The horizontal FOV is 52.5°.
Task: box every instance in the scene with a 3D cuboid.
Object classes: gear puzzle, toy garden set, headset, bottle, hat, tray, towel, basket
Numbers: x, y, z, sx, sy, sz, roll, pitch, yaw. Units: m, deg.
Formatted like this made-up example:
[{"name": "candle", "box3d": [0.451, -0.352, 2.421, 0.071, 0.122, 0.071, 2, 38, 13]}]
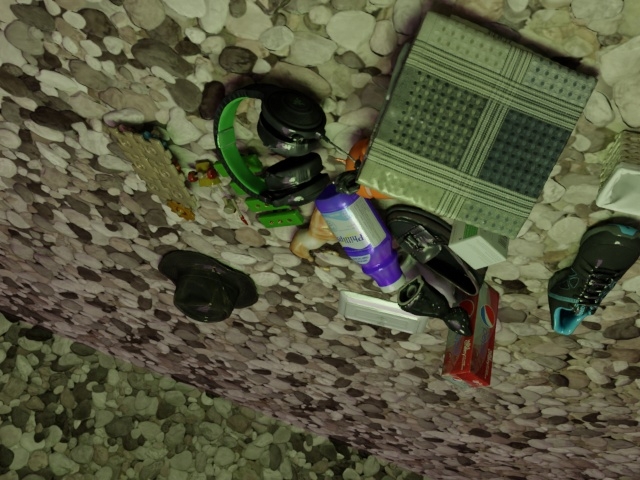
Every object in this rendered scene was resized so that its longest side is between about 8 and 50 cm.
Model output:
[{"name": "gear puzzle", "box3d": [-0.377, -0.156, 1.595, 0.176, 0.044, 0.338, 18, 150, 26]}, {"name": "toy garden set", "box3d": [-0.180, -0.120, 1.567, 0.204, 0.049, 0.244, -6, 142, 28]}, {"name": "headset", "box3d": [-0.065, -0.164, 1.260, 0.394, 0.185, 0.243, 15, 125, 30]}, {"name": "bottle", "box3d": [0.101, -0.006, 1.491, 0.118, 0.092, 0.282, -6, 124, 51]}, {"name": "hat", "box3d": [-0.365, 0.176, 2.017, 0.332, 0.133, 0.331, 12, 148, 8]}, {"name": "tray", "box3d": [0.183, 0.221, 1.926, 0.271, 0.030, 0.145, 13, 148, 6]}, {"name": "towel", "box3d": [0.254, -0.189, 1.094, 0.325, 0.056, 0.312, 20, 107, -10]}, {"name": "basket", "box3d": [0.597, -0.114, 1.162, 0.167, 0.103, 0.113, 14, 148, 7]}]

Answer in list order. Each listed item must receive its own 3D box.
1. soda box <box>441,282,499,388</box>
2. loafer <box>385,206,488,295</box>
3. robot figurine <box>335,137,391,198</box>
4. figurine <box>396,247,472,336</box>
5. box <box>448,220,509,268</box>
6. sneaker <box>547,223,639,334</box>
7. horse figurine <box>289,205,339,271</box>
[{"name": "soda box", "box3d": [0.382, 0.235, 1.636, 0.083, 0.263, 0.092, 35, 144, -28]}, {"name": "loafer", "box3d": [0.277, 0.027, 1.526, 0.303, 0.095, 0.109, 31, 141, -21]}, {"name": "robot figurine", "box3d": [0.144, -0.147, 1.300, 0.220, 0.158, 0.128, 1, 111, 23]}, {"name": "figurine", "box3d": [0.277, 0.128, 1.605, 0.210, 0.214, 0.092, 32, 115, -25]}, {"name": "box", "box3d": [0.353, -0.010, 1.432, 0.102, 0.101, 0.087, 37, 143, -25]}, {"name": "sneaker", "box3d": [0.607, 0.092, 1.434, 0.125, 0.139, 0.340, 16, 146, 5]}, {"name": "horse figurine", "box3d": [0.000, 0.000, 1.646, 0.175, 0.066, 0.263, 28, 144, -26]}]
